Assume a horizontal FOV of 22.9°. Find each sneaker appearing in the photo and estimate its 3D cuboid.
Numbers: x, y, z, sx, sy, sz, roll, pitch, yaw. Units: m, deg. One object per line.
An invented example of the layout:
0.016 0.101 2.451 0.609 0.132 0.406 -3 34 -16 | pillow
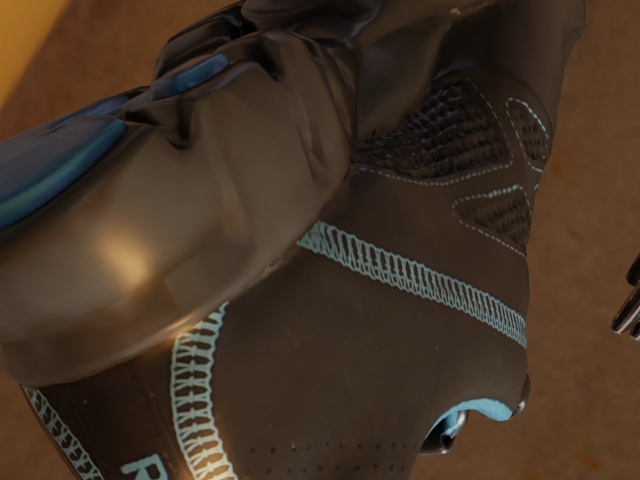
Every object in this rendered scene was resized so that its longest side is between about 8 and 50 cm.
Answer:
0.010 -0.011 0.488 0.125 0.341 0.139 -17 -76 31 | sneaker

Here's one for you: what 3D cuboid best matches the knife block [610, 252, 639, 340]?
0.334 -0.015 1.346 0.242 0.275 0.088 -13 -139 27 | knife block
